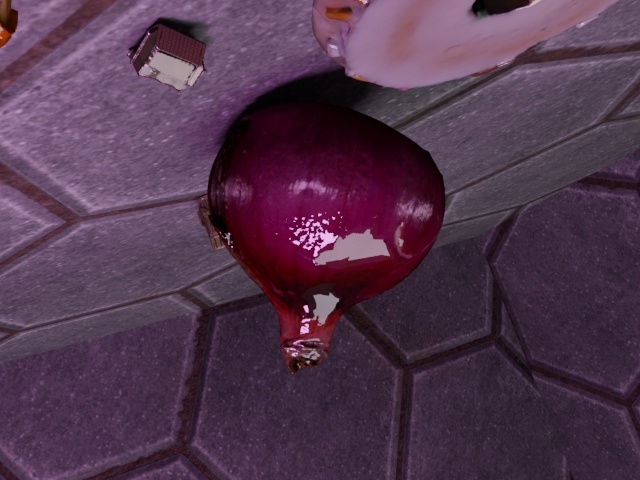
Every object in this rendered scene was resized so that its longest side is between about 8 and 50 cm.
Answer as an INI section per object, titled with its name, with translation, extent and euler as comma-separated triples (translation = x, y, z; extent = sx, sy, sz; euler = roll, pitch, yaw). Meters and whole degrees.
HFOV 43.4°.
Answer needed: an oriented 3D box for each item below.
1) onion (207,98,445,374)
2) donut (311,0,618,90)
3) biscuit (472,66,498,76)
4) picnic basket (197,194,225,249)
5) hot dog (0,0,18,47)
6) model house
[onion]
translation = 0.000, 0.000, 1.143
extent = 0.347, 0.385, 0.348
euler = 7, 176, 1
[donut]
translation = 0.157, -0.278, 0.714
extent = 0.382, 0.142, 0.382
euler = -20, 169, -4
[biscuit]
translation = 0.200, -0.275, 1.070
extent = 0.306, 0.043, 0.284
euler = -16, 169, -17
[picnic basket]
translation = -0.142, -0.050, 1.483
extent = 0.164, 0.079, 0.115
euler = -18, 169, -9
[hot dog]
translation = -0.390, -0.121, 0.583
extent = 0.348, 0.117, 0.158
euler = -20, 170, 2
[model house]
translation = -0.151, -0.194, 0.844
extent = 0.083, 0.057, 0.058
euler = 16, 121, -40
